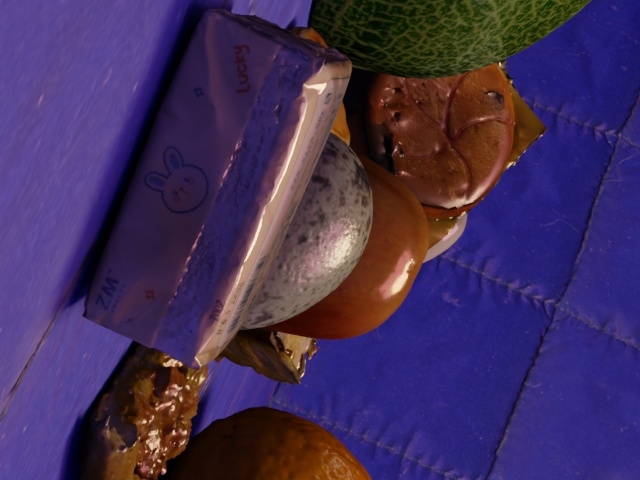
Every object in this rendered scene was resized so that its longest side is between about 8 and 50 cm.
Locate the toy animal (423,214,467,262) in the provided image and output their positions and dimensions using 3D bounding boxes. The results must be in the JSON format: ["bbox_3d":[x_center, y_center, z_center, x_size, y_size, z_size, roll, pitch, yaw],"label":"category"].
[{"bbox_3d":[0.084,-0.077,1.807,0.267,0.212,0.213,97,17,-76],"label":"toy animal"}]

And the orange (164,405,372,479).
[{"bbox_3d":[-0.067,0.378,1.872,0.340,0.293,0.341,25,90,-86],"label":"orange"}]

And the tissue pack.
[{"bbox_3d":[-0.058,-0.037,0.928,0.148,0.092,0.196,-42,157,-80],"label":"tissue pack"}]

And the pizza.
[{"bbox_3d":[-0.130,0.131,1.221,0.292,0.058,0.197,94,19,-80],"label":"pizza"}]

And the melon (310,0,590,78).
[{"bbox_3d":[0.132,-0.283,1.357,0.331,0.226,0.344,-2,124,-41],"label":"melon"}]

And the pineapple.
[{"bbox_3d":[-0.054,0.050,1.619,0.186,0.114,0.236,-59,162,-63],"label":"pineapple"}]

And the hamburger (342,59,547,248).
[{"bbox_3d":[0.092,-0.121,1.598,0.261,0.243,0.138,-44,-160,-20],"label":"hamburger"}]

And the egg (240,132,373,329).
[{"bbox_3d":[-0.037,-0.009,1.104,0.172,0.132,0.132,-53,171,-27],"label":"egg"}]

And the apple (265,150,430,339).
[{"bbox_3d":[0.000,0.000,1.321,0.199,0.199,0.199,24,90,-87],"label":"apple"}]

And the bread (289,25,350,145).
[{"bbox_3d":[-0.001,-0.124,1.266,0.110,0.024,0.110,56,22,-37],"label":"bread"}]
